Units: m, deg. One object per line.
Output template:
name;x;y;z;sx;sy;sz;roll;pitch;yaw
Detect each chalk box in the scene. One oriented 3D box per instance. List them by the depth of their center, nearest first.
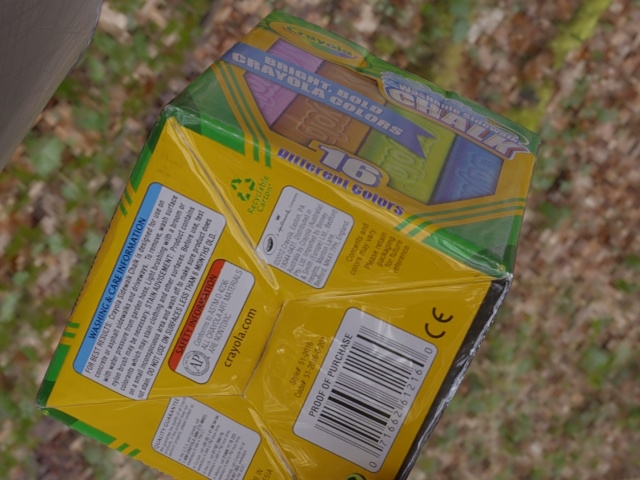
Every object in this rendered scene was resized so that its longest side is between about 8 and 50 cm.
chalk box;0.000;0.000;0.605;0.213;0.132;0.132;-61;177;-68

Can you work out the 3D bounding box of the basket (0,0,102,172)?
basket;-0.219;-0.075;0.764;0.204;0.154;0.227;116;-6;-45
